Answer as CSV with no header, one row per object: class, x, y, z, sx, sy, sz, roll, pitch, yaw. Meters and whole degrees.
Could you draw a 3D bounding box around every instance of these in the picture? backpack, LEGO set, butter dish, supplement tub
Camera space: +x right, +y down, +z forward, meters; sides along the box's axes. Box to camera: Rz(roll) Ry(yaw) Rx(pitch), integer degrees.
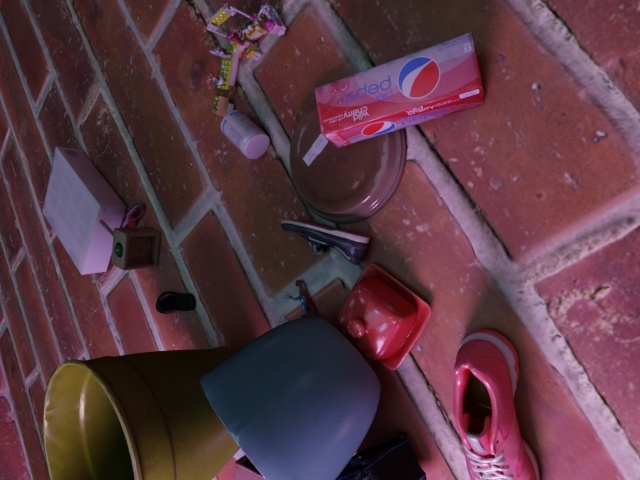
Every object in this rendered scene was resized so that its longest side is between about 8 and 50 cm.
backpack,0.090,0.453,0.750,0.173,0.158,0.117,-45,61,33
LEGO set,-0.212,-0.427,0.931,0.287,0.107,0.132,-43,69,31
butter dish,0.092,0.148,0.748,0.160,0.118,0.160,38,115,29
supplement tub,-0.176,-0.247,0.943,0.107,0.071,0.071,47,118,24

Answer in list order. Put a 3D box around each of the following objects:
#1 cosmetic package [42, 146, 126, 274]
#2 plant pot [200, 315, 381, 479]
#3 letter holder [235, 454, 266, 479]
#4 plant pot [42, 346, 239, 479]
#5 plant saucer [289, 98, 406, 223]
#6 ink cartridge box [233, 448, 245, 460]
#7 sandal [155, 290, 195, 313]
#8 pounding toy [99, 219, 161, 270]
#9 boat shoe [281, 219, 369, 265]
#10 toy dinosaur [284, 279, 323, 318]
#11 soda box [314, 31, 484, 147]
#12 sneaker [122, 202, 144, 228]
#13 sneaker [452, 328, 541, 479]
cosmetic package,-0.844,-0.109,1.432,0.377,0.097,0.284,43,115,26
plant pot,-0.033,0.282,0.746,0.293,0.235,0.293,44,162,19
letter holder,-0.060,0.623,0.881,0.214,0.152,0.302,7,98,34
plant pot,-0.322,0.390,0.870,0.366,0.353,0.367,2,94,36
plant saucer,0.038,-0.171,0.811,0.277,0.041,0.278,4,97,37
ink cartridge box,-0.203,0.443,1.034,0.224,0.045,0.223,21,105,33
sandal,-0.437,0.182,1.189,0.179,0.040,0.067,-10,88,37
pounding toy,-0.570,0.010,1.211,0.100,0.141,0.130,18,104,34
boat shoe,0.000,0.000,0.831,0.206,0.075,0.065,14,99,30
toy dinosaur,-0.035,0.129,0.902,0.090,0.047,0.082,3,87,3
soda box,0.127,-0.241,0.676,0.263,0.083,0.092,-11,85,23
sneaker,-0.601,-0.086,1.291,0.119,0.047,0.057,-44,57,29
sneaker,0.253,0.306,0.630,0.115,0.136,0.314,-12,87,38
